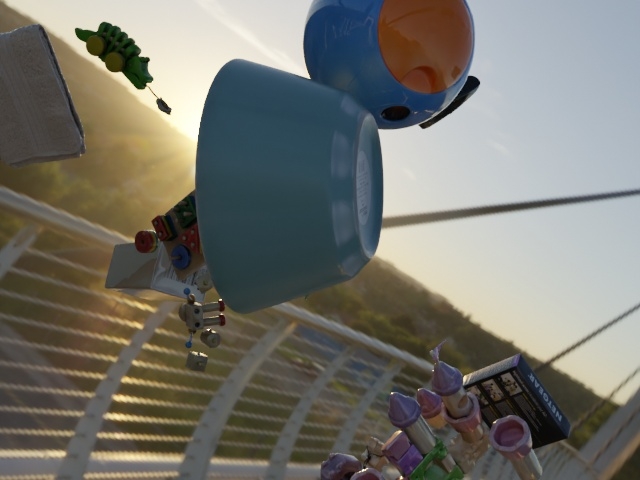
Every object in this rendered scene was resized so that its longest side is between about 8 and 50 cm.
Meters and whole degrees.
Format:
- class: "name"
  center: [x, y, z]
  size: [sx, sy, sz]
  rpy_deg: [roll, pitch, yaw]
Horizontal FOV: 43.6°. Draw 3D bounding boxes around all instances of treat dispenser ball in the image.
- class: "treat dispenser ball"
  center: [0.113, -0.329, 1.334]
  size: [0.288, 0.288, 0.288]
  rpy_deg: [31, 0, 0]

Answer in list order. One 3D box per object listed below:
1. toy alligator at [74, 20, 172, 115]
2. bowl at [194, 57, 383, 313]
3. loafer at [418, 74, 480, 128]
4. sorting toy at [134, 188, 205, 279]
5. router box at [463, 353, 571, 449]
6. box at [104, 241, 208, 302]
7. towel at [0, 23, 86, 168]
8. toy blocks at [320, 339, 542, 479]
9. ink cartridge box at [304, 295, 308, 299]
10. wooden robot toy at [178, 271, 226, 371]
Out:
- class: "toy alligator"
  center: [-0.271, -0.258, 1.141]
  size: [0.189, 0.051, 0.056]
  rpy_deg: [41, 19, 6]
- class: "bowl"
  center: [-0.018, -0.066, 0.965]
  size: [0.163, 0.311, 0.311]
  rpy_deg: [0, -10, 15]
- class: "loafer"
  center: [0.281, -0.310, 1.779]
  size: [0.062, 0.170, 0.061]
  rpy_deg: [56, -9, 34]
- class: "sorting toy"
  center: [-0.253, -0.015, 1.512]
  size: [0.046, 0.274, 0.132]
  rpy_deg: [-3, 64, -55]
- class: "router box"
  center: [0.373, 0.318, 1.529]
  size: [0.179, 0.133, 0.046]
  rpy_deg: [54, 35, -8]
- class: "box"
  center: [-0.402, 0.077, 1.969]
  size: [0.148, 0.121, 0.311]
  rpy_deg: [19, -13, -31]
- class: "towel"
  center: [-0.596, -0.281, 1.603]
  size: [0.049, 0.187, 0.282]
  rpy_deg: [-87, 166, -58]
- class: "toy blocks"
  center: [0.146, 0.337, 1.322]
  size: [0.309, 0.288, 0.260]
  rpy_deg: [25, -26, 51]
- class: "ink cartridge box"
  center: [0.000, 0.000, 1.527]
  size: [0.062, 0.209, 0.109]
  rpy_deg: [31, 9, -12]
- class: "wooden robot toy"
  center: [-0.214, 0.136, 1.396]
  size: [0.076, 0.173, 0.079]
  rpy_deg: [-4, 7, -31]
